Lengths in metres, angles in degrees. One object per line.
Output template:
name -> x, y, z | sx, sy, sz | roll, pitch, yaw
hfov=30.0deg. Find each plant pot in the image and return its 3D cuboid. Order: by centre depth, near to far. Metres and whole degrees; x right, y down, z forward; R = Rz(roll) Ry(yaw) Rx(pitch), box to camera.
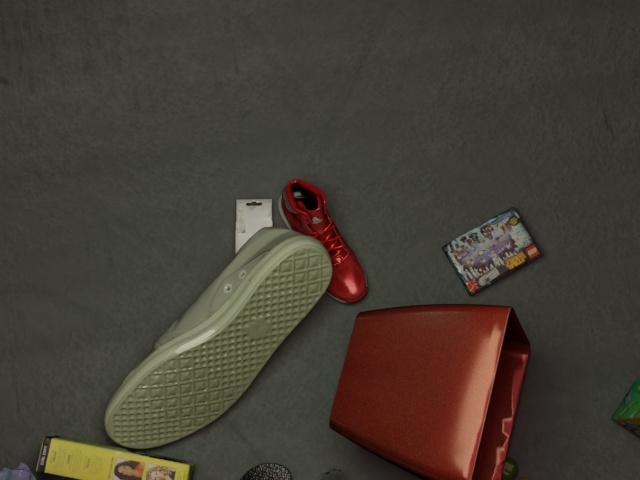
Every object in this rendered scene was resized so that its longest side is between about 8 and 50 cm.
plant pot -> 0.162, 0.235, 1.803 | 0.235, 0.267, 0.267 | 10, 76, 19

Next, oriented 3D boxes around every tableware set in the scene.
tableware set -> 0.303, 0.425, 1.881 | 0.104, 0.024, 0.154 | -31, 80, -9

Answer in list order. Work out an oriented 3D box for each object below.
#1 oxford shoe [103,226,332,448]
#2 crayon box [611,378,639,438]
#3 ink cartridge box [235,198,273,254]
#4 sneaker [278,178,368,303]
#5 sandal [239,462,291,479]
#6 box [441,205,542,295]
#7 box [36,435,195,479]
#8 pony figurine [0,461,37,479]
oxford shoe -> -0.166, 0.151, 1.885 | 0.449, 0.169, 0.130 | -46, 37, 3
crayon box -> 0.552, 0.277, 1.779 | 0.165, 0.278, 0.081 | 34, 82, 6
ink cartridge box -> -0.108, -0.009, 1.959 | 0.062, 0.029, 0.115 | -1, 78, 0
sneaker -> 0.000, 0.000, 1.906 | 0.087, 0.128, 0.221 | -36, 81, -7
sandal -> -0.116, 0.415, 1.877 | 0.067, 0.040, 0.179 | 45, 97, 13
box -> 0.281, 0.017, 1.955 | 0.137, 0.027, 0.094 | -29, 82, -6
box -> -0.316, 0.353, 1.860 | 0.232, 0.087, 0.058 | 10, 81, 1
pony figurine -> -0.612, 0.415, 1.777 | 0.363, 0.303, 0.351 | 7, 87, -14
